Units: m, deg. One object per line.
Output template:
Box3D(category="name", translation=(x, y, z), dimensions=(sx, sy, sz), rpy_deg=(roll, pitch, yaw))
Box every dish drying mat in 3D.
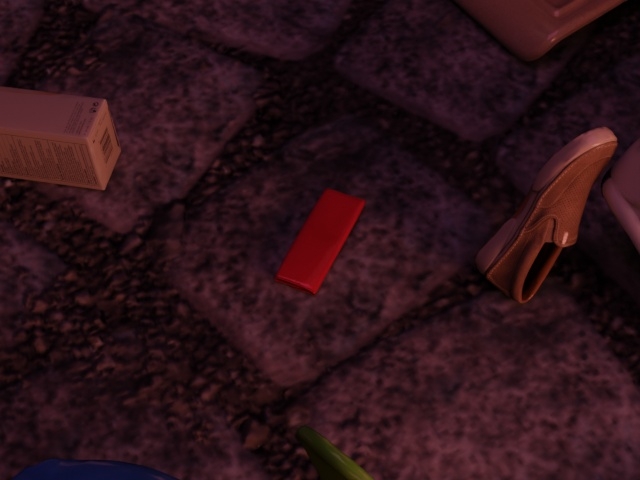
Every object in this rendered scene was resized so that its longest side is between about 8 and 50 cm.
Box3D(category="dish drying mat", translation=(0.000, 0.000, 1.029), dimensions=(0.032, 0.008, 0.083), rpy_deg=(18, 57, 18))

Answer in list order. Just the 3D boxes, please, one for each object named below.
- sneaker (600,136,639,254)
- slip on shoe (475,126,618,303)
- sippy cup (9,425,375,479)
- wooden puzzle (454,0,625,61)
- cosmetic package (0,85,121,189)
Box3D(category="sneaker", translation=(0.265, 0.040, 0.923), dimensions=(0.094, 0.091, 0.258), rpy_deg=(-13, 68, -39))
Box3D(category="slip on shoe", translation=(0.149, -0.015, 0.954), dimensions=(0.051, 0.135, 0.041), rpy_deg=(-7, 53, -48))
Box3D(category="sippy cup", translation=(-0.100, 0.227, 0.741), dimensions=(0.240, 0.224, 0.305), rpy_deg=(4, 55, 10))
Box3D(category="wooden puzzle", translation=(0.189, -0.259, 1.180), dimensions=(0.239, 0.044, 0.221), rpy_deg=(-34, 57, -12))
Box3D(category="cosmetic package", translation=(-0.207, -0.075, 1.079), dimensions=(0.115, 0.060, 0.041), rpy_deg=(9, 54, 12))
